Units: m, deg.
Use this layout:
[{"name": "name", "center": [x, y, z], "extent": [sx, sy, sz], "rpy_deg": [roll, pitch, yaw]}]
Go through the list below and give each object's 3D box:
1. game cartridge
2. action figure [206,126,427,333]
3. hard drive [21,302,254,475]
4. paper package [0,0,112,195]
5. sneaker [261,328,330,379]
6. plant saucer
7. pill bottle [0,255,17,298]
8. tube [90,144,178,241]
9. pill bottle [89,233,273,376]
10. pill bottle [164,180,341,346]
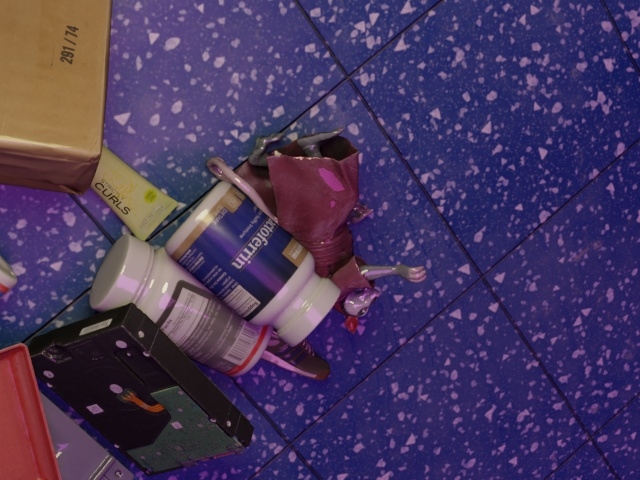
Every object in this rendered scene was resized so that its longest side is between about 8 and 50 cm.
[{"name": "game cartridge", "center": [-0.503, 0.381, 1.683], "extent": [0.355, 0.068, 0.230], "rpy_deg": [50, 60, -26]}, {"name": "action figure", "center": [0.000, 0.000, 1.711], "extent": [0.276, 0.248, 0.370], "rpy_deg": [-19, 108, -15]}, {"name": "hard drive", "center": [-0.299, 0.257, 1.683], "extent": [0.237, 0.064, 0.339], "rpy_deg": [-20, 124, 30]}, {"name": "paper package", "center": [-0.459, -0.249, 1.424], "extent": [0.310, 0.168, 0.324], "rpy_deg": [7, 69, -24]}, {"name": "sneaker", "center": [-0.051, 0.188, 1.843], "extent": [0.192, 0.064, 0.086], "rpy_deg": [24, 100, -23]}, {"name": "plant saucer", "center": [-0.553, 0.319, 1.569], "extent": [0.259, 0.048, 0.258], "rpy_deg": [-20, 103, -40]}, {"name": "pill bottle", "center": [-0.594, 0.097, 1.567], "extent": [0.221, 0.124, 0.124], "rpy_deg": [-44, 116, -5]}, {"name": "tube", "center": [-0.343, -0.103, 1.651], "extent": [0.070, 0.062, 0.240], "rpy_deg": [-24, 126, 30]}, {"name": "pill bottle", "center": [-0.231, 0.108, 1.695], "extent": [0.283, 0.161, 0.161], "rpy_deg": [28, 93, -25]}, {"name": "pill bottle", "center": [-0.105, 0.042, 1.615], "extent": [0.265, 0.153, 0.153], "rpy_deg": [41, 88, -6]}]
